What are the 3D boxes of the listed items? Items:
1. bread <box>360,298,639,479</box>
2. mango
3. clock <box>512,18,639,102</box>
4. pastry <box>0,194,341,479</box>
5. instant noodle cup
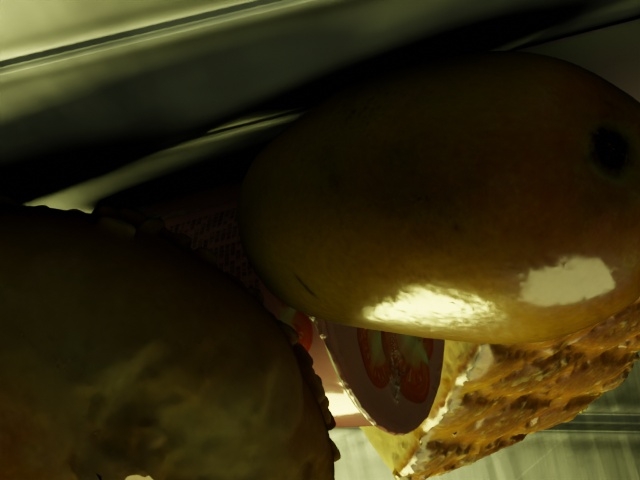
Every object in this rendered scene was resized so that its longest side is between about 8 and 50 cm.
[{"bbox_3d":[0.165,0.044,1.724,0.279,0.207,0.279,-17,146,-34],"label":"bread"},{"bbox_3d":[0.078,-0.021,1.232,0.317,0.173,0.211,-10,148,34],"label":"mango"},{"bbox_3d":[0.192,-0.107,1.384,0.150,0.063,0.197,-15,176,-7],"label":"clock"},{"bbox_3d":[-0.182,0.126,1.312,0.410,0.409,0.245,-20,-144,42],"label":"pastry"},{"bbox_3d":[-0.050,0.052,1.511,0.231,0.243,0.243,-11,178,25],"label":"instant noodle cup"}]
